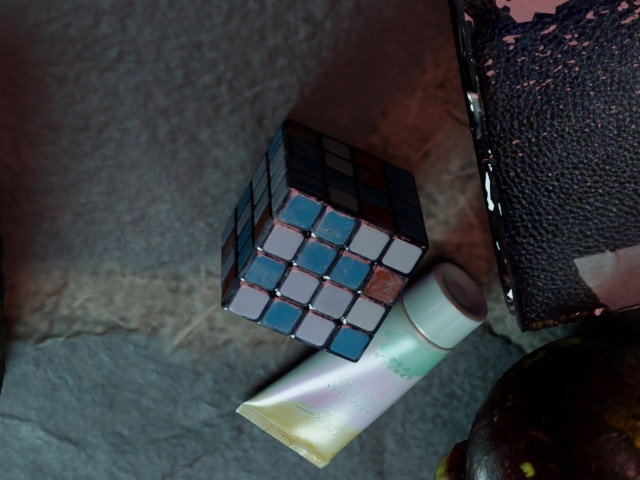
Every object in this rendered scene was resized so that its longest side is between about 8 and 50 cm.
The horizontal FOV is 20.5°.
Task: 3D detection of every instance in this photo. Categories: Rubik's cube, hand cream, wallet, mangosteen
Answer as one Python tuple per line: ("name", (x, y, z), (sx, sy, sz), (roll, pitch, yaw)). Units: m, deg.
("Rubik's cube", (0.000, 0.000, 1.054), (0.092, 0.092, 0.092), (24, 115, -15))
("hand cream", (0.031, 0.082, 1.133), (0.076, 0.047, 0.174), (38, 120, -22))
("wallet", (0.197, -0.078, 1.042), (0.221, 0.071, 0.262), (-15, 122, 0))
("mangosteen", (0.166, 0.164, 1.113), (0.192, 0.192, 0.217), (27, 138, -16))

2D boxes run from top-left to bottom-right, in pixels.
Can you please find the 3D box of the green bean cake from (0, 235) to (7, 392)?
("green bean cake", (-0.283, 0.047, 1.068), (0.181, 0.094, 0.173), (4, 118, -5))
